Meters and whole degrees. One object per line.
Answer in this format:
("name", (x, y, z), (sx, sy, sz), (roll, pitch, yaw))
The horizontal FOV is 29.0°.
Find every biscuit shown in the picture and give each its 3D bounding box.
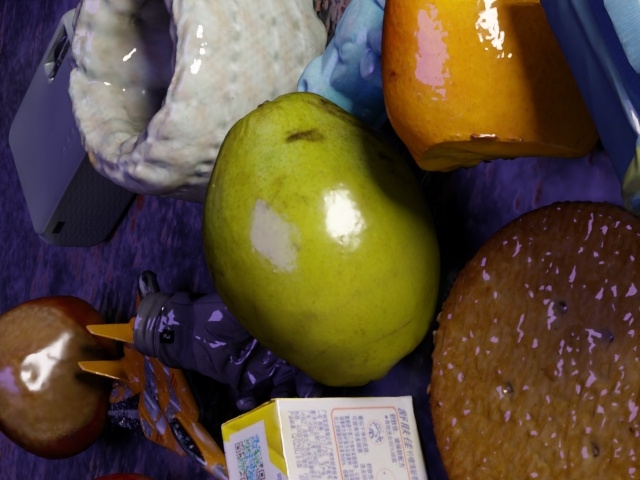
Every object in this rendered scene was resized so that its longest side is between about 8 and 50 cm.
("biscuit", (0.198, 0.118, 0.978), (0.305, 0.038, 0.305), (-7, 81, 51))

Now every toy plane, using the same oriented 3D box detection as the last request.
("toy plane", (-0.152, 0.184, 1.391), (0.316, 0.103, 0.204), (35, 116, 42))

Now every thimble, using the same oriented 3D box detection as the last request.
("thimble", (-0.139, -0.180, 1.321), (0.292, 0.195, 0.291), (-8, 80, 51))

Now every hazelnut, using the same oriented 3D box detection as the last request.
("hazelnut", (-0.351, 0.174, 1.571), (0.210, 0.186, 0.210), (-7, 81, 53))

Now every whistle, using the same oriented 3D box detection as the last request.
("whistle", (0.070, -0.197, 1.117), (0.274, 0.093, 0.186), (-53, 20, 32))

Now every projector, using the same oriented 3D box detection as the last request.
("projector", (-0.303, -0.144, 1.607), (0.250, 0.108, 0.198), (-54, 48, 37))

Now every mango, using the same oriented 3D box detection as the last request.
("mango", (0.138, -0.188, 0.951), (0.138, 0.187, 0.256), (34, -127, -84))

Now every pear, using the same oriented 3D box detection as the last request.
("pear", (0.000, 0.000, 1.109), (0.212, 0.212, 0.269), (-23, 93, 50))

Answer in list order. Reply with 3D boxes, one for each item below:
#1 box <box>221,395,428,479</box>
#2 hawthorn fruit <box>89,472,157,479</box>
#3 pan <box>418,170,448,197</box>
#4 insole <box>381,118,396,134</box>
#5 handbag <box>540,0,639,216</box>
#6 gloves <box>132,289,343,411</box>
("box", (0.020, 0.276, 1.095), (0.097, 0.168, 0.265), (-30, 65, 46))
("hawthorn fruit", (-0.268, 0.388, 1.391), (0.210, 0.266, 0.230), (103, 150, -43))
("pan", (0.142, -0.125, 1.080), (0.235, 0.028, 0.136), (-57, 47, 33))
("insole", (0.116, -0.262, 1.145), (0.119, 0.009, 0.348), (40, 118, 48))
("handbag", (0.275, -0.151, 0.755), (0.263, 0.222, 0.241), (-40, 51, 42))
("gloves", (-0.080, 0.103, 1.275), (0.286, 0.119, 0.142), (20, 121, 43))
